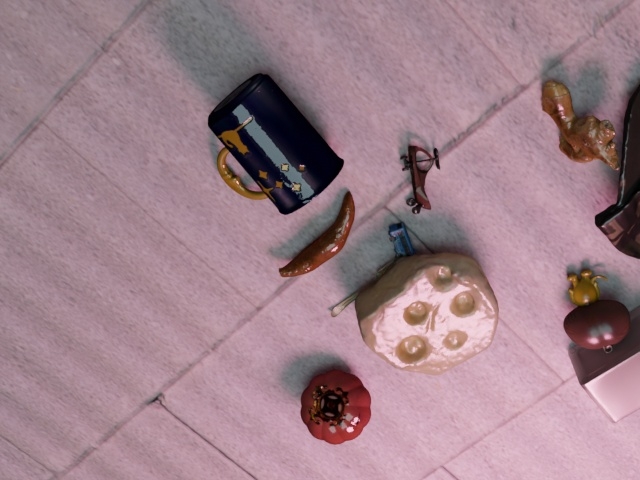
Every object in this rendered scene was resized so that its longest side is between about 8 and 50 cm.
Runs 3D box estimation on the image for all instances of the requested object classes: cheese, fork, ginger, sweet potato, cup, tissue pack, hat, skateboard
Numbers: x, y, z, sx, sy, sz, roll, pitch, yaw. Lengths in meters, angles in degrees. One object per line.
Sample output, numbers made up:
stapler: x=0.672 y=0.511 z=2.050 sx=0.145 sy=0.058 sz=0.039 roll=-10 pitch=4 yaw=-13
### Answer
cheese: x=0.243 y=0.166 z=1.877 sx=0.327 sy=0.115 sz=0.317 roll=4 pitch=122 yaw=-9
fork: x=0.103 y=0.114 z=1.924 sx=0.219 sy=0.028 sz=0.034 roll=-40 pitch=112 yaw=20
ginger: x=0.535 y=-0.241 z=1.684 sx=0.059 sy=0.133 sz=0.214 roll=-36 pitch=108 yaw=-26
sweet potato: x=0.010 y=0.005 z=1.860 sx=0.078 sy=0.058 sz=0.255 roll=44 pitch=108 yaw=5
cup: x=-0.129 y=-0.180 z=1.707 sx=0.255 sy=0.178 sz=0.256 roll=-36 pitch=107 yaw=17
tissue pack: x=0.728 y=0.278 z=1.906 sx=0.246 sy=0.159 sz=0.136 roll=-38 pitch=107 yaw=20
hat: x=0.774 y=-0.154 z=1.715 sx=0.367 sy=0.257 sz=0.381 roll=3 pitch=82 yaw=18
skateboard: x=0.222 y=-0.137 z=1.779 sx=0.080 sy=0.067 sz=0.151 roll=-11 pitch=112 yaw=-2

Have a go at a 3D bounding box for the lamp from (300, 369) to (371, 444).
lamp: x=0.040 y=0.409 z=2.011 sx=0.182 sy=0.140 sz=0.181 roll=-5 pitch=73 yaw=18

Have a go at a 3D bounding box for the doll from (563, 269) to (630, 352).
doll: x=0.635 y=0.162 z=1.876 sx=0.145 sy=0.096 sz=0.188 roll=3 pitch=87 yaw=11

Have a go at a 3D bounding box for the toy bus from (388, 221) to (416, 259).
toy bus: x=0.184 y=0.003 z=1.859 sx=0.046 sy=0.038 sz=0.083 roll=-19 pitch=115 yaw=9
